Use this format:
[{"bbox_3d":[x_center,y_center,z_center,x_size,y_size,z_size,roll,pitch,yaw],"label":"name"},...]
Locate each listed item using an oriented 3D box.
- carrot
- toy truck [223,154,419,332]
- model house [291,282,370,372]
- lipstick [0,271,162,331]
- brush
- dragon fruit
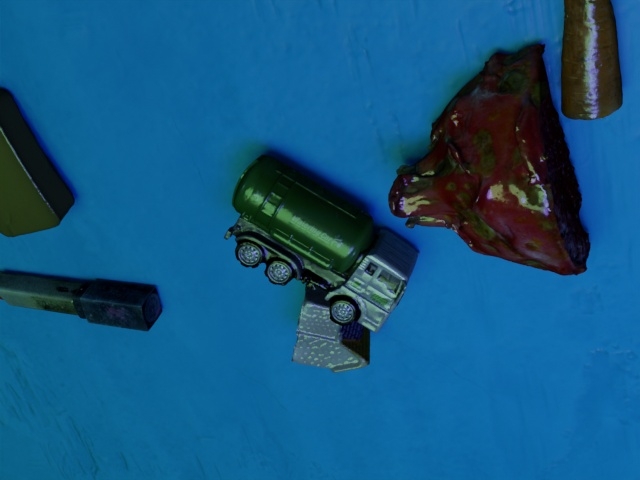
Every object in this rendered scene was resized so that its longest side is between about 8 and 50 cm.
[{"bbox_3d":[0.253,-0.222,0.904,0.061,0.061,0.209,0,122,22],"label":"carrot"},{"bbox_3d":[0.000,0.000,1.149,0.243,0.101,0.125,32,119,-1],"label":"toy truck"},{"bbox_3d":[0.021,0.108,1.234,0.100,0.087,0.100,10,117,1],"label":"model house"},{"bbox_3d":[-0.386,0.084,1.399,0.312,0.051,0.051,5,130,19],"label":"lipstick"},{"bbox_3d":[-0.423,-0.101,1.264,0.123,0.059,0.197,-9,121,31],"label":"brush"},{"bbox_3d":[0.172,-0.050,1.017,0.212,0.134,0.262,-6,124,33],"label":"dragon fruit"}]
